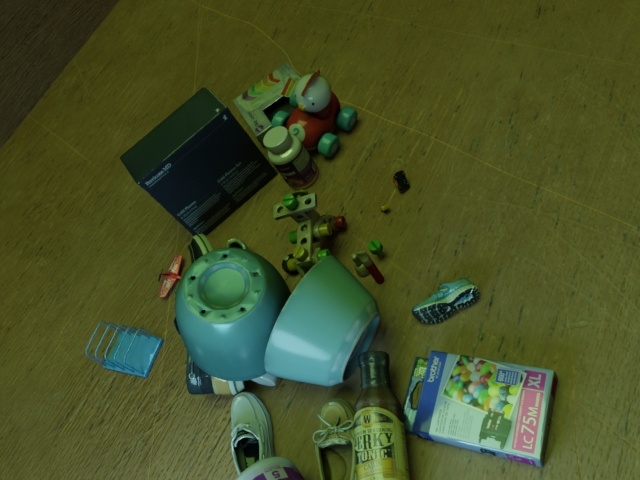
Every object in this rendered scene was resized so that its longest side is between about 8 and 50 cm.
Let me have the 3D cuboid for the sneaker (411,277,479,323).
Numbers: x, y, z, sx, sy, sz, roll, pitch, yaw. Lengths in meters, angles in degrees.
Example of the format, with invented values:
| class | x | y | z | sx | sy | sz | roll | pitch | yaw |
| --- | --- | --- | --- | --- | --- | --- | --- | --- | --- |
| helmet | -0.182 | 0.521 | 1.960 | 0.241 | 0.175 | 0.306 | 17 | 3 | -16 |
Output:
| class | x | y | z | sx | sy | sz | roll | pitch | yaw |
| --- | --- | --- | --- | --- | --- | --- | --- | --- | --- |
| sneaker | 0.291 | 0.140 | 1.422 | 0.162 | 0.063 | 0.073 | -25 | 32 | 5 |

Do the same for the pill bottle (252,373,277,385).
| class | x | y | z | sx | sy | sz | roll | pitch | yaw |
| --- | --- | --- | --- | --- | --- | --- | --- | --- | --- |
| pill bottle | -0.121 | 0.274 | 1.512 | 0.094 | 0.094 | 0.169 | 1 | 59 | 29 |

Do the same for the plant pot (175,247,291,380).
| class | x | y | z | sx | sy | sz | roll | pitch | yaw |
| --- | --- | --- | --- | --- | --- | --- | --- | --- | --- |
| plant pot | -0.202 | 0.152 | 1.396 | 0.293 | 0.235 | 0.293 | -1 | 62 | 2 |

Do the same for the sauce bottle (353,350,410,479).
| class | x | y | z | sx | sy | sz | roll | pitch | yaw |
| --- | --- | --- | --- | --- | --- | --- | --- | --- | --- |
| sauce bottle | 0.122 | 0.405 | 1.263 | 0.111 | 0.111 | 0.344 | -16 | 56 | 18 |

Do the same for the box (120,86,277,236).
| class | x | y | z | sx | sy | sz | roll | pitch | yaw |
| --- | --- | --- | --- | --- | --- | --- | --- | --- | --- |
| box | -0.369 | -0.233 | 1.861 | 0.343 | 0.312 | 0.179 | -41 | 48 | -4 |

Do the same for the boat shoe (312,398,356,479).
| class | x | y | z | sx | sy | sz | roll | pitch | yaw |
| --- | --- | --- | --- | --- | --- | --- | --- | --- | --- |
| boat shoe | 0.044 | 0.467 | 1.289 | 0.105 | 0.089 | 0.285 | -23 | 50 | 13 |

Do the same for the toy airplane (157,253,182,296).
| class | x | y | z | sx | sy | sz | roll | pitch | yaw |
| --- | --- | --- | --- | --- | --- | --- | --- | --- | --- |
| toy airplane | -0.437 | 0.111 | 1.843 | 0.151 | 0.028 | 0.151 | -14 | 54 | 20 |

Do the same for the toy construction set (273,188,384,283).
| class | x | y | z | sx | sy | sz | roll | pitch | yaw |
| --- | --- | --- | --- | --- | --- | --- | --- | --- | --- |
| toy construction set | 0.000 | 0.000 | 1.546 | 0.309 | 0.237 | 0.257 | 13 | 65 | 34 |

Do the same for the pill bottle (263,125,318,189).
| class | x | y | z | sx | sy | sz | roll | pitch | yaw |
| --- | --- | --- | --- | --- | --- | --- | --- | --- | --- |
| pill bottle | -0.091 | -0.249 | 1.801 | 0.108 | 0.193 | 0.108 | -15 | 52 | 19 |

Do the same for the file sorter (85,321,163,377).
| class | x | y | z | sx | sy | sz | roll | pitch | yaw |
| --- | --- | --- | --- | --- | --- | --- | --- | --- | --- |
| file sorter | -0.566 | 0.307 | 1.723 | 0.170 | 0.104 | 0.118 | 4 | 60 | 30 |

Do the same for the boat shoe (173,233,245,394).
| class | x | y | z | sx | sy | sz | roll | pitch | yaw |
| --- | --- | --- | --- | --- | --- | --- | --- | --- | --- |
| boat shoe | -0.318 | 0.188 | 1.615 | 0.156 | 0.186 | 0.500 | -13 | 55 | -5 |

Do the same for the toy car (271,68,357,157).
| class | x | y | z | sx | sy | sz | roll | pitch | yaw |
| --- | --- | --- | --- | --- | --- | --- | --- | --- | --- |
| toy car | -0.031 | -0.410 | 1.818 | 0.219 | 0.238 | 0.210 | 28 | 73 | 19 |

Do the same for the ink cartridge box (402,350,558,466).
| class | x | y | z | sx | sy | sz | roll | pitch | yaw |
| --- | --- | --- | --- | --- | --- | --- | --- | --- | --- |
| ink cartridge box | 0.316 | 0.338 | 1.256 | 0.311 | 0.065 | 0.185 | 3 | 60 | 32 |

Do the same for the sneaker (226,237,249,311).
| class | x | y | z | sx | sy | sz | roll | pitch | yaw |
| --- | --- | --- | --- | --- | --- | --- | --- | --- | --- |
| sneaker | -0.236 | 0.097 | 1.708 | 0.085 | 0.086 | 0.237 | -23 | 51 | 11 |

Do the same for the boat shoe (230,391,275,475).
| class | x | y | z | sx | sy | sz | roll | pitch | yaw |
| --- | --- | --- | --- | --- | --- | --- | --- | --- | --- |
| boat shoe | -0.169 | 0.468 | 1.405 | 0.096 | 0.088 | 0.267 | -25 | 50 | 11 |

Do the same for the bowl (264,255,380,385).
| class | x | y | z | sx | sy | sz | roll | pitch | yaw |
| --- | --- | --- | --- | --- | --- | --- | --- | --- | --- |
| bowl | 0.025 | 0.209 | 1.379 | 0.163 | 0.311 | 0.311 | 28 | 72 | 17 |

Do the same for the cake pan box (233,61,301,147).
| class | x | y | z | sx | sy | sz | roll | pitch | yaw |
| --- | --- | --- | --- | --- | --- | --- | --- | --- | --- |
| cake pan box | -0.152 | -0.469 | 2.076 | 0.246 | 0.070 | 0.267 | -35 | 49 | 5 |

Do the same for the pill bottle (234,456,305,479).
| class | x | y | z | sx | sy | sz | roll | pitch | yaw |
| --- | --- | --- | --- | --- | --- | --- | --- | --- | --- |
| pill bottle | -0.055 | 0.591 | 1.182 | 0.169 | 0.169 | 0.301 | -42 | 42 | -4 |

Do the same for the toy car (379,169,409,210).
| class | x | y | z | sx | sy | sz | roll | pitch | yaw |
| --- | --- | --- | --- | --- | --- | --- | --- | --- | --- |
| toy car | 0.193 | -0.140 | 1.666 | 0.122 | 0.060 | 0.040 | -44 | 16 | -14 |
